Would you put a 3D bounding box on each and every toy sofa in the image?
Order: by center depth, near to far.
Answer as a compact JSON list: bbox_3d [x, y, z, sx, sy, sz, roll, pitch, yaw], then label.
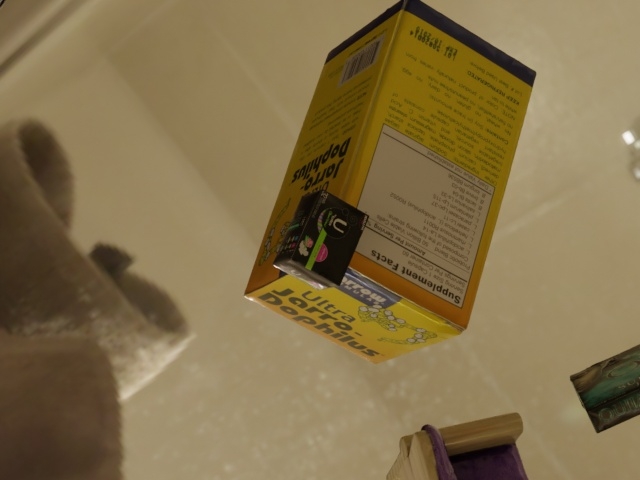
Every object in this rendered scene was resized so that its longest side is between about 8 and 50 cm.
[{"bbox_3d":[0.203,0.372,1.675,0.150,0.177,0.362,-10,-118,-15],"label":"toy sofa"}]

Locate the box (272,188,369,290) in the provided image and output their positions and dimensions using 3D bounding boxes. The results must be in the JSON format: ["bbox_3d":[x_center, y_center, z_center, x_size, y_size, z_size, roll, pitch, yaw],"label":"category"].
[{"bbox_3d":[0.000,0.000,1.560,0.062,0.052,0.083,29,-108,-19],"label":"box"}]

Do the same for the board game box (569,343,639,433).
[{"bbox_3d":[0.322,0.110,1.384,0.126,0.186,0.026,-82,-34,-80],"label":"board game box"}]

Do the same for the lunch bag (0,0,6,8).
[{"bbox_3d":[-0.185,-0.250,0.852,0.108,0.224,0.279,30,-143,-27],"label":"lunch bag"}]

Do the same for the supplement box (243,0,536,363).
[{"bbox_3d":[0.083,-0.067,1.776,0.194,0.195,0.356,29,-117,-20],"label":"supplement box"}]
